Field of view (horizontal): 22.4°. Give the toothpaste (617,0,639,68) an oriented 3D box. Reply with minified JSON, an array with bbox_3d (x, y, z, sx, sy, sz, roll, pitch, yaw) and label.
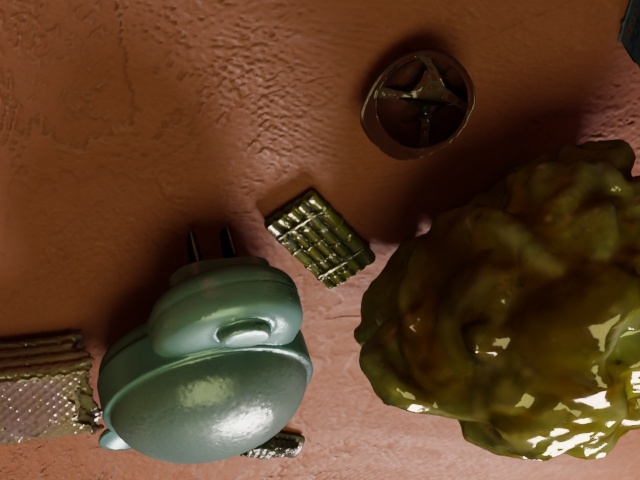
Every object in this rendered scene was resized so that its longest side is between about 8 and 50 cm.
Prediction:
[{"bbox_3d":[0.328,-0.272,1.397,0.066,0.053,0.272,-3,130,-17],"label":"toothpaste"}]

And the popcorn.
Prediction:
[{"bbox_3d":[0.210,0.066,1.504,0.279,0.274,0.335,36,124,-6],"label":"popcorn"}]

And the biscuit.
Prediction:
[{"bbox_3d":[-0.336,0.154,1.594,0.239,0.061,0.108,-5,133,-8],"label":"biscuit"}]

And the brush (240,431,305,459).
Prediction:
[{"bbox_3d":[-0.105,0.212,1.724,0.190,0.027,0.034,14,124,-23],"label":"brush"}]

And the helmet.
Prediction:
[{"bbox_3d":[0.094,-0.128,1.459,0.111,0.057,0.089,-38,93,25],"label":"helmet"}]

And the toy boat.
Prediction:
[{"bbox_3d":[0.000,0.000,1.572,0.063,0.016,0.115,-34,130,15],"label":"toy boat"}]

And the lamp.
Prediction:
[{"bbox_3d":[-0.105,0.120,1.559,0.209,0.147,0.284,-6,132,-25],"label":"lamp"}]
